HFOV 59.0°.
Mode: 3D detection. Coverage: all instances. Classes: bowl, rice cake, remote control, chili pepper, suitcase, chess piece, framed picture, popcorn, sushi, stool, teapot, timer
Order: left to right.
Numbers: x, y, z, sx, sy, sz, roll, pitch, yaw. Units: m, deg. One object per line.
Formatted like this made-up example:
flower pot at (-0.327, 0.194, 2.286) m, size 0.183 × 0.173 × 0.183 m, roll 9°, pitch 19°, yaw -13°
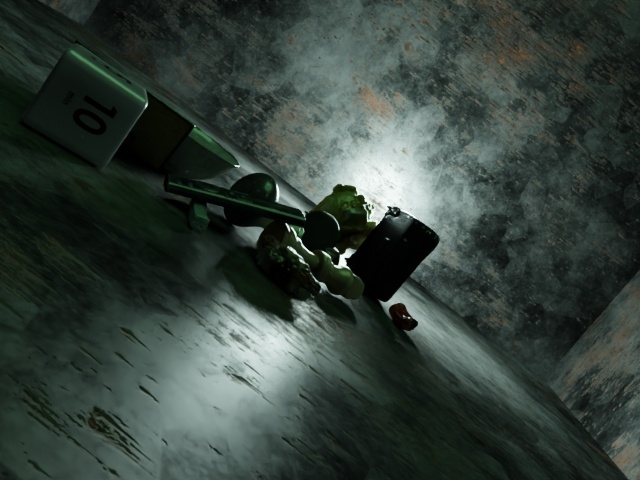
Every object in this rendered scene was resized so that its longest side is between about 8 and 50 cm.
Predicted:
timer at (-0.531, -0.311, 1.296) m, size 0.195 × 0.192 × 0.194 m, roll 33°, pitch 9°, yaw -26°
framed picture at (-0.523, -0.339, 1.490) m, size 0.339 × 0.255 × 0.014 m, roll 35°, pitch 50°, yaw -20°
bowl at (-0.417, -0.272, 1.757) m, size 0.313 × 0.146 × 0.313 m, roll 36°, pitch 9°, yaw -7°
rice cake at (-0.314, -0.077, 1.458) m, size 0.045 × 0.042 × 0.245 m, roll 21°, pitch 14°, yaw -17°
remote control at (-0.227, -0.107, 1.515) m, size 0.378 × 0.044 × 0.107 m, roll 15°, pitch 11°, yaw -21°
teapot at (-0.166, -0.079, 1.719) m, size 0.251 × 0.183 × 0.183 m, roll 46°, pitch 1°, yaw -37°
sushi at (-0.091, 0.065, 1.453) m, size 0.226 × 0.103 × 0.097 m, roll 38°, pitch -20°, yaw 23°
stool at (-0.009, 0.002, 2.085) m, size 0.153 × 0.227 × 0.139 m, roll -3°, pitch -14°, yaw -2°
chess piece at (-0.007, 0.078, 1.690) m, size 0.397 × 0.117 × 0.117 m, roll 33°, pitch 9°, yaw -36°
popcorn at (0.094, -0.084, 2.478) m, size 0.312 × 0.312 × 0.312 m, roll 37°, pitch 8°, yaw -6°
suitcase at (0.280, 0.050, 2.239) m, size 0.188 × 0.345 × 0.339 m, roll 39°, pitch 5°, yaw -17°
chili pepper at (0.295, 0.274, 2.039) m, size 0.123 × 0.073 × 0.070 m, roll -124°, pitch -158°, yaw -60°
